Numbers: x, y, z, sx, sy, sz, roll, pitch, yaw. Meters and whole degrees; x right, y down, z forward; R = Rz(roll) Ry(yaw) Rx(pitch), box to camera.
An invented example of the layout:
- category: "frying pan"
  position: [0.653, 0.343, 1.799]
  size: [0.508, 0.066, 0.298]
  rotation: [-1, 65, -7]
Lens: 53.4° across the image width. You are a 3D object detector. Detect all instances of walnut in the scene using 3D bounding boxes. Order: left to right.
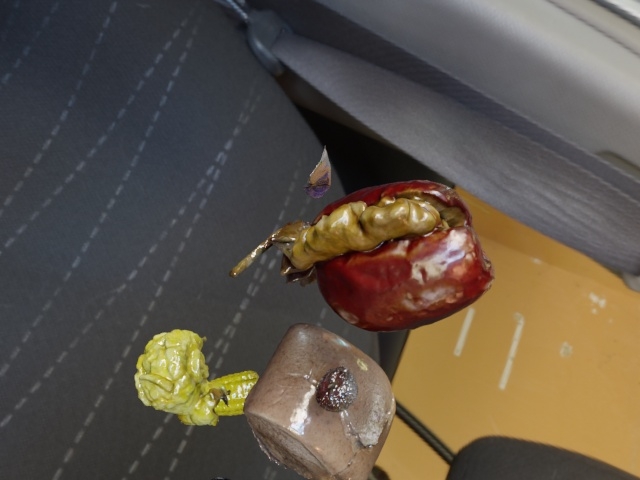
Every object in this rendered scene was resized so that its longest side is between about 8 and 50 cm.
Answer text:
- category: "walnut"
  position: [0.100, 0.008, 0.928]
  size: [0.269, 0.244, 0.221]
  rotation: [-23, -135, 36]

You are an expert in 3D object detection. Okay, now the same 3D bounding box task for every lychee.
- category: "lychee"
  position: [0.025, 0.232, 0.991]
  size: [0.083, 0.067, 0.068]
  rotation: [26, 45, -59]

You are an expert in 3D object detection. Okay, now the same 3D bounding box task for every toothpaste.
- category: "toothpaste"
  position: [-0.009, -0.150, 1.556]
  size: [0.075, 0.048, 0.301]
  rotation: [-36, 174, -8]

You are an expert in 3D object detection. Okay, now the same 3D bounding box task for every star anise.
- category: "star anise"
  position: [0.001, 0.002, 1.297]
  size: [0.350, 0.109, 0.292]
  rotation: [-32, 148, 9]

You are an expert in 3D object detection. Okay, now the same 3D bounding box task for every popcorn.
- category: "popcorn"
  position: [-0.279, 0.277, 1.286]
  size: [0.174, 0.195, 0.168]
  rotation: [-34, -147, 11]

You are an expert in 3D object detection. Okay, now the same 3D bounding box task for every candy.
- category: "candy"
  position: [-0.243, 0.395, 1.615]
  size: [0.094, 0.199, 0.106]
  rotation: [103, -23, -70]

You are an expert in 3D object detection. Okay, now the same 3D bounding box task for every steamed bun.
- category: "steamed bun"
  position: [0.025, 0.313, 1.151]
  size: [0.251, 0.199, 0.301]
  rotation: [-52, 129, -23]

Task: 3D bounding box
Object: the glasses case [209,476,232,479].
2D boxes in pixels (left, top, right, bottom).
- category: "glasses case"
  position: [-0.111, 0.581, 1.233]
  size: [0.122, 0.314, 0.075]
  rotation: [-49, 179, 33]
